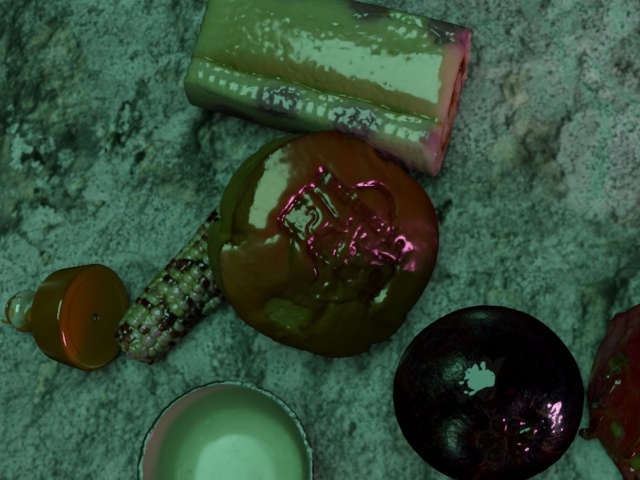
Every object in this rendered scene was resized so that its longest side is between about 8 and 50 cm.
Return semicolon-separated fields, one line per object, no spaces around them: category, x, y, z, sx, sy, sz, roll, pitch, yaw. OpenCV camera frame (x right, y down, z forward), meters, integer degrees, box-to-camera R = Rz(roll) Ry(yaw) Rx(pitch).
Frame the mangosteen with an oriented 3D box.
mangosteen;0.184;0.167;1.554;0.216;0.216;0.216;-2;76;9

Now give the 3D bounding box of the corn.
corn;-0.143;0.038;1.691;0.280;0.092;0.092;-46;74;0

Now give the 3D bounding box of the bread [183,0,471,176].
bread;0.009;-0.212;1.690;0.338;0.155;0.187;16;88;10

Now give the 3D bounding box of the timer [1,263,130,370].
timer;-0.336;0.091;1.702;0.152;0.132;0.132;3;76;33

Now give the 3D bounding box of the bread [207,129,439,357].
bread;0.000;0.000;1.597;0.269;0.148;0.270;-4;102;-19

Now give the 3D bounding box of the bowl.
bowl;-0.101;0.275;1.609;0.211;0.112;0.212;-2;77;9

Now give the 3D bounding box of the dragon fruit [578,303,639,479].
dragon fruit;0.387;0.152;1.554;0.161;0.126;0.274;32;83;14
